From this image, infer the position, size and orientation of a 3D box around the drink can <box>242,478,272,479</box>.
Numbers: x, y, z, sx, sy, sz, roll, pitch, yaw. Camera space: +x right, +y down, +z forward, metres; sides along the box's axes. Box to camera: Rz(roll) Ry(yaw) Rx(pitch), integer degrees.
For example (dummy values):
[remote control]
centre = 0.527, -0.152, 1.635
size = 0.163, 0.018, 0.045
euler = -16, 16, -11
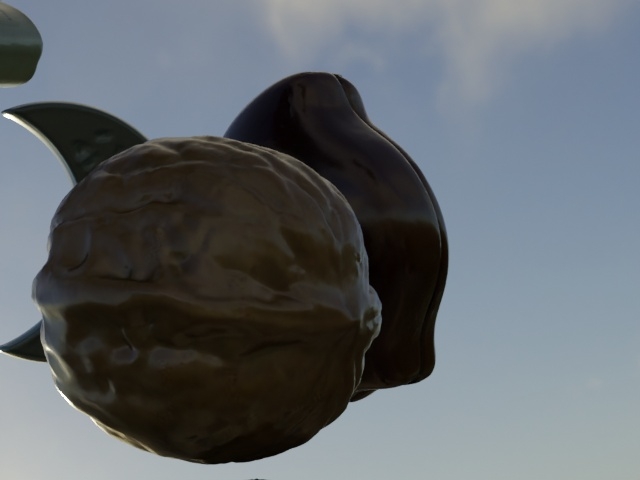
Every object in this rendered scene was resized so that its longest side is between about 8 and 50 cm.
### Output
[drink can]
centre = -0.029, 0.218, 0.939
size = 0.118, 0.118, 0.205
euler = -15, 9, -11

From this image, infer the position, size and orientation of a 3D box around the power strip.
[power strip]
centre = -0.163, 0.008, 1.096
size = 0.137, 0.216, 0.044
euler = -1, -2, -11

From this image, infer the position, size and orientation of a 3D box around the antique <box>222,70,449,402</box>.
[antique]
centre = 0.000, 0.000, 1.280
size = 0.223, 0.278, 0.129
euler = -14, -5, 42

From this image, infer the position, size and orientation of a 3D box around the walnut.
[walnut]
centre = -0.065, 0.035, 0.911
size = 0.213, 0.213, 0.213
euler = -17, -15, -5

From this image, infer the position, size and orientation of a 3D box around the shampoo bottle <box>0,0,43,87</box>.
[shampoo bottle]
centre = -0.380, -0.175, 1.271
size = 0.359, 0.134, 0.078
euler = -14, -52, -68
